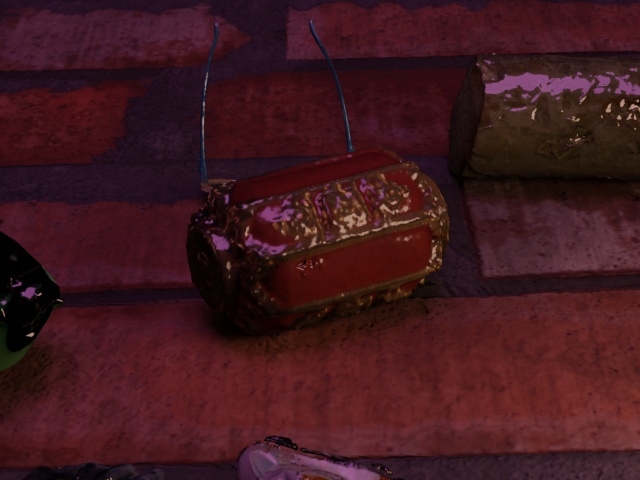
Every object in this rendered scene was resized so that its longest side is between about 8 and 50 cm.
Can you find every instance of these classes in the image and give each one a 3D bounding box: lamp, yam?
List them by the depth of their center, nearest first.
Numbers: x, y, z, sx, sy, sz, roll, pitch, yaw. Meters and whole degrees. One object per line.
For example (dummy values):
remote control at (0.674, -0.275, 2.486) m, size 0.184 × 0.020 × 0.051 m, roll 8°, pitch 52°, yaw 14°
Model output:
lamp at (0.000, 0.000, 1.763) m, size 0.274 × 0.177 × 0.177 m, roll -13°, pitch 29°, yaw -25°
yam at (0.291, -0.148, 2.043) m, size 0.268 × 0.161 × 0.161 m, roll 3°, pitch 28°, yaw 3°

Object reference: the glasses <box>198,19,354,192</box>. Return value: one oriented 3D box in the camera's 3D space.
glasses at (-0.056, -0.151, 2.042) m, size 0.190 × 0.220 × 0.088 m, roll -4°, pitch -12°, yaw -1°

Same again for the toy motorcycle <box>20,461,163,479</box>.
toy motorcycle at (-0.179, 0.247, 1.358) m, size 0.159 × 0.106 × 0.270 m, roll 7°, pitch 18°, yaw 9°

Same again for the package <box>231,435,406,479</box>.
package at (0.035, 0.242, 1.404) m, size 0.269 × 0.071 × 0.194 m, roll 19°, pitch 34°, yaw 11°

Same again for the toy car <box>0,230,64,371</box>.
toy car at (-0.415, 0.090, 1.594) m, size 0.213 × 0.176 × 0.359 m, roll 34°, pitch 30°, yaw 11°
